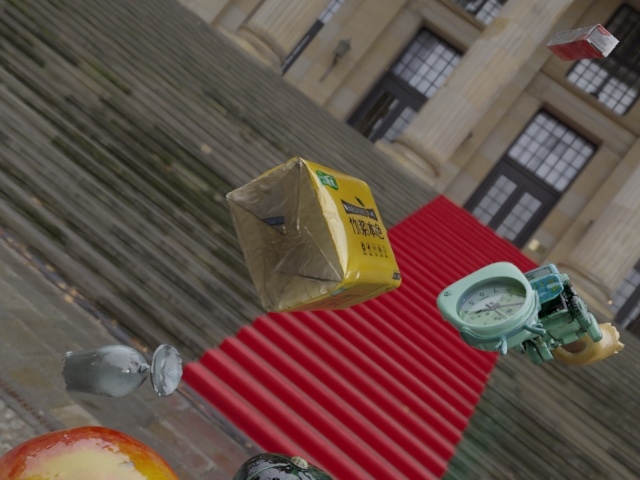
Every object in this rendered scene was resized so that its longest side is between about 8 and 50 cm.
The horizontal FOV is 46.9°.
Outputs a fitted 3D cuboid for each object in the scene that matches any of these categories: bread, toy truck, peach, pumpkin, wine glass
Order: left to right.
[{"bbox_3d":[-0.364,0.458,1.114,0.370,0.370,0.370,38,-3,2],"label":"peach"},{"bbox_3d":[-0.371,0.243,1.361,0.222,0.103,0.103,-6,-25,24],"label":"wine glass"},{"bbox_3d":[-0.080,0.651,1.834,0.315,0.238,0.315,24,3,-1],"label":"pumpkin"},{"bbox_3d":[0.444,0.142,1.452,0.279,0.155,0.156,33,35,-57],"label":"toy truck"},{"bbox_3d":[0.602,0.239,1.681,0.134,0.085,0.173,-14,-9,39],"label":"bread"}]

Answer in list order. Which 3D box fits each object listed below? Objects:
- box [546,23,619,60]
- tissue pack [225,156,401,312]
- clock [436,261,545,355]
[{"bbox_3d":[0.507,-0.384,1.441,0.055,0.039,0.218,37,8,-8],"label":"box"},{"bbox_3d":[0.000,0.000,1.656,0.382,0.228,0.293,8,61,-65],"label":"tissue pack"},{"bbox_3d":[0.304,0.129,1.283,0.066,0.159,0.211,62,1,-29],"label":"clock"}]
